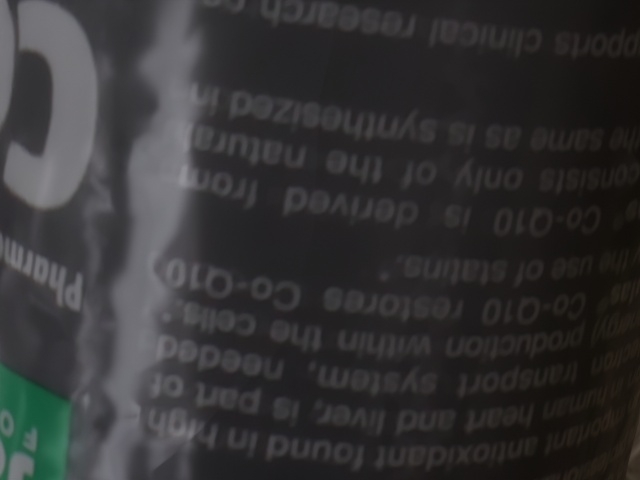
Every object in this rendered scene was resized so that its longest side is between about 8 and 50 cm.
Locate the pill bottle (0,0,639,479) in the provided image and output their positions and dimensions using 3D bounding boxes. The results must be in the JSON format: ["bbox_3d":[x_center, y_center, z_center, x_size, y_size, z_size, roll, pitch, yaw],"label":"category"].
[{"bbox_3d":[-0.003,-0.002,0.417,0.204,0.361,0.204,8,-162,-2],"label":"pill bottle"}]
